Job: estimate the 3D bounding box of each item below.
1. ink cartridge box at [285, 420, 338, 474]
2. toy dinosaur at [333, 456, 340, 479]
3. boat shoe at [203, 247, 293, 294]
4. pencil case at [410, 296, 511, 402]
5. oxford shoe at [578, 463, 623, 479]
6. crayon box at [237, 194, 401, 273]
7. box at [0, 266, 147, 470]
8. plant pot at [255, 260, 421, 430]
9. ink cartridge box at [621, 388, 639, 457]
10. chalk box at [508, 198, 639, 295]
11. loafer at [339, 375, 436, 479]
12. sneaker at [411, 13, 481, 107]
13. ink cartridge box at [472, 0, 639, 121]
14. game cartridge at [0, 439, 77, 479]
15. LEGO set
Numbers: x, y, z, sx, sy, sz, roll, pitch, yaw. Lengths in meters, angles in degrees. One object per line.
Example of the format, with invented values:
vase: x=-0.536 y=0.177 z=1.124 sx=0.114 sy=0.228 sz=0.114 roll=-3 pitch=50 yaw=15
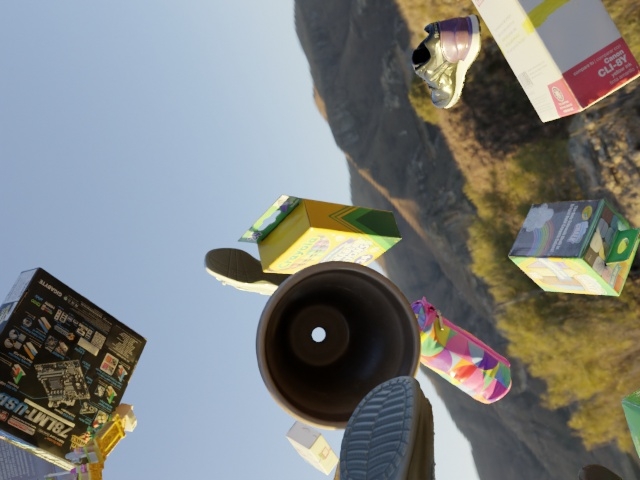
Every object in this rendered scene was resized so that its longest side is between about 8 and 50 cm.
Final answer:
ink cartridge box: x=-0.020 y=0.512 z=1.585 sx=0.052 sy=0.089 sz=0.122 roll=-47 pitch=-51 yaw=-27
toy dinosaur: x=0.025 y=0.592 z=1.476 sx=0.053 sy=0.093 sz=0.183 roll=60 pitch=-165 yaw=-21
boat shoe: x=-0.225 y=0.108 z=1.990 sx=0.321 sy=0.103 sz=0.118 roll=14 pitch=-126 yaw=-34
pencil case: x=0.240 y=0.201 z=1.154 sx=0.236 sy=0.104 sz=0.104 roll=36 pitch=-154 yaw=-20
oxford shoe: x=0.528 y=0.466 z=1.067 sx=0.212 sy=0.076 sz=0.076 roll=41 pitch=156 yaw=57
crayon box: x=0.000 y=0.000 z=1.483 sx=0.323 sy=0.203 sz=0.083 roll=7 pitch=-124 yaw=-37
box: x=-0.509 y=0.251 z=1.231 sx=0.295 sy=0.073 sz=0.293 roll=46 pitch=-134 yaw=-37
plant pot: x=0.011 y=0.169 z=1.090 sx=0.229 sy=0.263 sz=0.262 roll=161 pitch=89 yaw=-79
ink cartridge box: x=0.651 y=0.284 z=0.961 sx=0.121 sy=0.211 sz=0.289 roll=71 pitch=164 yaw=-8
chalk box: x=0.488 y=0.013 z=1.180 sx=0.132 sy=0.213 sz=0.132 roll=38 pitch=-108 yaw=-26
loafer: x=0.073 y=0.257 z=0.634 sx=0.087 sy=0.094 sz=0.251 roll=40 pitch=-133 yaw=-31
sneaker: x=0.254 y=-0.390 z=1.403 sx=0.283 sy=0.124 sz=0.107 roll=94 pitch=171 yaw=-69
ink cartridge box: x=0.515 y=-0.484 z=1.454 sx=0.384 sy=0.160 sz=0.279 roll=57 pitch=-174 yaw=-4
game cartridge: x=-0.600 y=0.378 z=1.313 sx=0.068 sy=0.230 sz=0.354 roll=-143 pitch=42 yaw=-89
LEGO set: x=-0.417 y=0.408 z=1.133 sx=0.132 sy=0.107 sz=0.286 roll=65 pitch=-166 yaw=-45
